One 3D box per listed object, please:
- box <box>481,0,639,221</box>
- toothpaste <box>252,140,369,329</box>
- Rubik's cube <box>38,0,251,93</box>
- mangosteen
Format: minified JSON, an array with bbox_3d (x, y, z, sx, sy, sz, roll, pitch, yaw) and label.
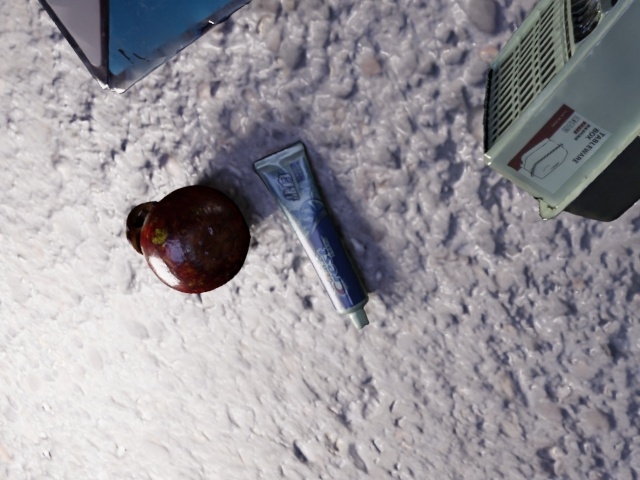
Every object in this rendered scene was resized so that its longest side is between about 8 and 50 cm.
[{"bbox_3d":[0.295,-0.172,1.096,0.166,0.220,0.290,26,132,-14],"label":"box"},{"bbox_3d":[0.001,0.000,1.478,0.069,0.047,0.268,-13,108,48],"label":"toothpaste"},{"bbox_3d":[-0.145,-0.382,1.159,0.310,0.305,0.307,-25,104,38],"label":"Rubik's cube"},{"bbox_3d":[-0.179,-0.010,1.529,0.146,0.181,0.156,-44,114,-2],"label":"mangosteen"}]
